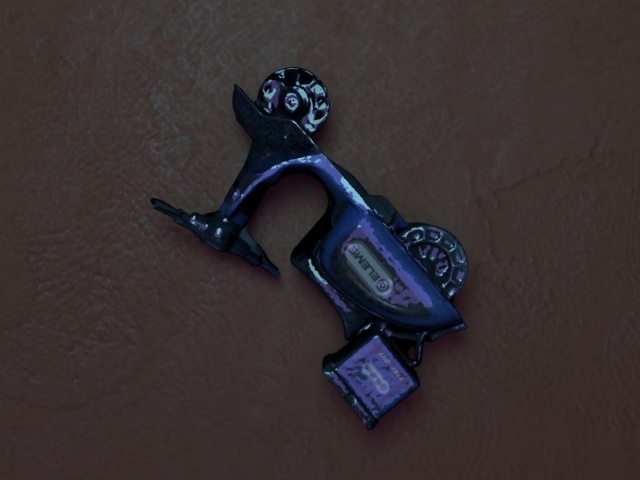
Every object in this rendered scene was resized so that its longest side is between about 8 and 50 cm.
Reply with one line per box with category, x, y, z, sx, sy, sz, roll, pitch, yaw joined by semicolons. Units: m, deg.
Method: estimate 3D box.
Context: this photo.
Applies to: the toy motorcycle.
toy motorcycle;0.000;0.000;0.991;0.212;0.125;0.358;-40;91;2
